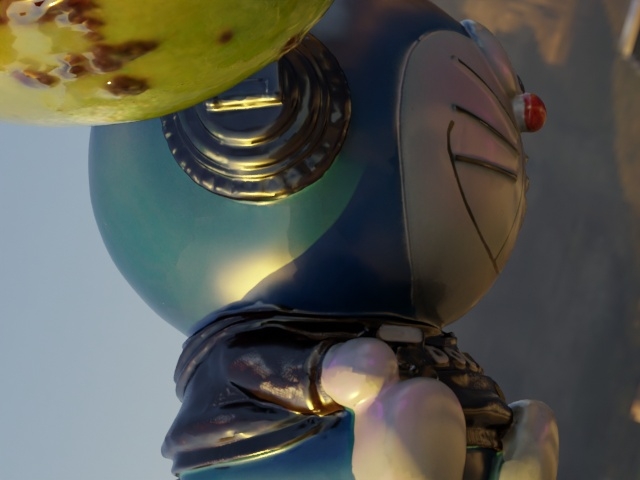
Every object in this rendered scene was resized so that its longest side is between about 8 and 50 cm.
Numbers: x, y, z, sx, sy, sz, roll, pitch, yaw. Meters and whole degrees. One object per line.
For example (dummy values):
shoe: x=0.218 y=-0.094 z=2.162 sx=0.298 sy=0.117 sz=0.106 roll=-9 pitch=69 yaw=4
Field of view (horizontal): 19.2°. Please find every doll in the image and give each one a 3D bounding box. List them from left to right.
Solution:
doll: x=0.000 y=0.000 z=0.984 sx=0.284 sy=0.240 sz=0.310 roll=40 pitch=-133 yaw=-73

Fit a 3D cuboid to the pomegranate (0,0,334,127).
pomegranate: x=-0.090 y=-0.098 z=0.433 sx=0.210 sy=0.179 sz=0.179 roll=-32 pitch=-29 yaw=-28
